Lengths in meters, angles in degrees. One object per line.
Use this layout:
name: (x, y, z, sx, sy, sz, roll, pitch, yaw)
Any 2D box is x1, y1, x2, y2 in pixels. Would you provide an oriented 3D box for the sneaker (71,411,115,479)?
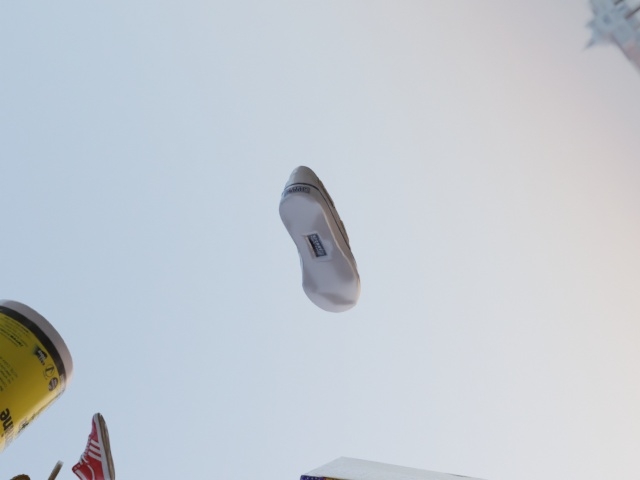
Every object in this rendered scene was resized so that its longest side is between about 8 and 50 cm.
sneaker: (-0.383, 0.348, 1.792, 0.042, 0.067, 0.118, 16, -116, -85)

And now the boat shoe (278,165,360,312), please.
boat shoe: (0.000, 0.000, 1.691, 0.088, 0.096, 0.267, -82, -26, -46)

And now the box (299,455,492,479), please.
box: (0.123, 0.362, 1.225, 0.290, 0.279, 0.177, 38, -121, -78)

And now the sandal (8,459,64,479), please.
sandal: (-0.366, 0.314, 1.212, 0.079, 0.088, 0.240, 28, -150, -7)

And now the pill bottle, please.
pill bottle: (-0.535, 0.248, 1.585, 0.188, 0.188, 0.334, 51, -137, -7)
